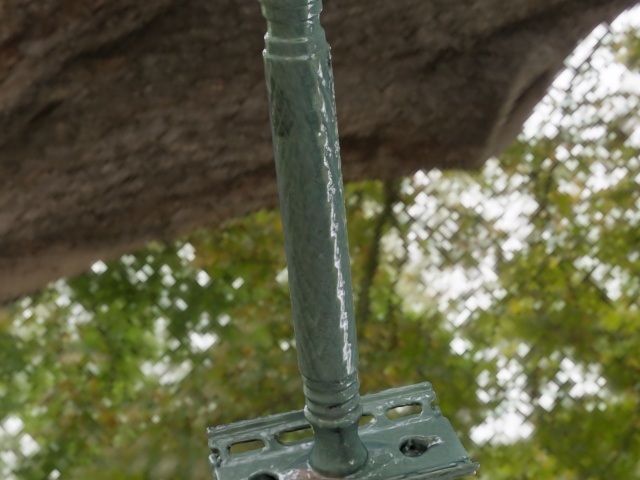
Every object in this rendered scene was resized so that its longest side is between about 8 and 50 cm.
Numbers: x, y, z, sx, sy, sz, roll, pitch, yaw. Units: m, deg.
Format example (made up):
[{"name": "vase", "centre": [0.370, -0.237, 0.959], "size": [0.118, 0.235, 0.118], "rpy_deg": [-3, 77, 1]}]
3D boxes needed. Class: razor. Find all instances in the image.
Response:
[{"name": "razor", "centre": [0.000, 0.000, 0.559], "size": [0.068, 0.106, 0.232], "rpy_deg": [-121, -157, -60]}]
